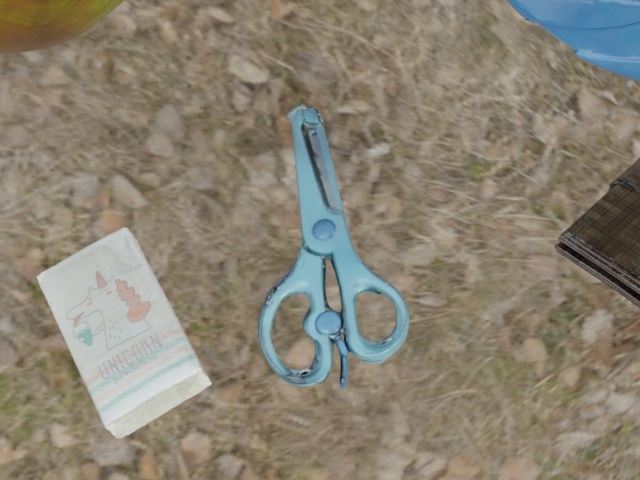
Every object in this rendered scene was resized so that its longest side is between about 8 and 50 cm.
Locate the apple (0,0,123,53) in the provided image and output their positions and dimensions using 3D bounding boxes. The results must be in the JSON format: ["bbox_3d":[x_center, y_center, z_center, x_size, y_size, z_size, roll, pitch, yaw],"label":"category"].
[{"bbox_3d":[-0.219,-0.281,0.897,0.340,0.339,0.339,0,89,18],"label":"apple"}]

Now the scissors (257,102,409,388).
[{"bbox_3d":[0.000,0.000,1.706,0.180,0.032,0.393,-10,61,3],"label":"scissors"}]

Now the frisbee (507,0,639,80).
[{"bbox_3d":[0.169,-0.173,0.563,0.242,0.045,0.242,1,114,2],"label":"frisbee"}]

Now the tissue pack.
[{"bbox_3d":[-0.100,0.044,0.699,0.056,0.023,0.108,-29,51,-4],"label":"tissue pack"}]

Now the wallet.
[{"bbox_3d":[0.289,-0.016,1.107,0.124,0.230,0.042,34,136,20],"label":"wallet"}]
